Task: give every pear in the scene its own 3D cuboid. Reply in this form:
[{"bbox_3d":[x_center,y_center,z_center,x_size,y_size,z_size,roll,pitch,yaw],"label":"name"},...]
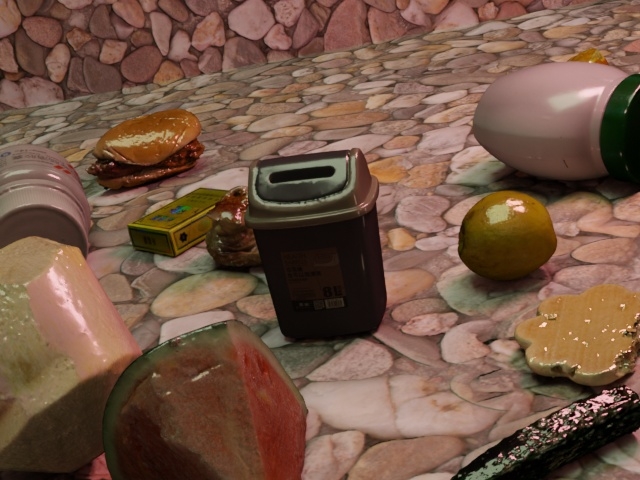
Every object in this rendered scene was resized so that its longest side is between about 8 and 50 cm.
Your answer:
[{"bbox_3d":[0.304,-0.008,1.695,0.162,0.148,0.149,-10,21,-13],"label":"pear"}]

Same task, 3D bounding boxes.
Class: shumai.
[{"bbox_3d":[-0.141,-0.031,1.975,0.161,0.153,0.209,-41,33,-28],"label":"shumai"}]

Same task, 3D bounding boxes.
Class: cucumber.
[{"bbox_3d":[0.254,0.251,1.216,0.293,0.067,0.067,-21,24,-20],"label":"cucumber"}]

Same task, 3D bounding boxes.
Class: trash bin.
[{"bbox_3d":[0.000,0.000,1.643,0.209,0.290,0.182,-6,23,11],"label":"trash bin"}]

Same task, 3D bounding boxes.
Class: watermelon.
[{"bbox_3d":[-0.100,0.227,1.299,0.293,0.283,0.250,28,54,20],"label":"watermelon"}]

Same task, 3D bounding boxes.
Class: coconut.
[{"bbox_3d":[-0.402,0.179,1.426,0.297,0.309,0.297,-33,-10,-7],"label":"coconut"}]

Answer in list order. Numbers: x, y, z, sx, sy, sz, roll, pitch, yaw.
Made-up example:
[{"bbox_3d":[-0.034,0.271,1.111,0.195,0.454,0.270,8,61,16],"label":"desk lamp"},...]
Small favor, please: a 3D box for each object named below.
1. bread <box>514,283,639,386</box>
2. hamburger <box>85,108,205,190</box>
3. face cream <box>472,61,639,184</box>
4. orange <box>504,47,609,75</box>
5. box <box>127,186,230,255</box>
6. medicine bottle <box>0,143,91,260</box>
[{"bbox_3d":[0.381,0.131,1.469,0.182,0.039,0.251,6,28,38],"label":"bread"},{"bbox_3d":[-0.422,-0.228,2.597,0.245,0.155,0.282,5,31,19],"label":"hamburger"},{"bbox_3d":[0.506,-0.240,2.053,0.312,0.219,0.357,-28,28,-35],"label":"face cream"},{"bbox_3d":[0.544,-0.336,2.343,0.237,0.158,0.179,-18,17,-6],"label":"orange"},{"bbox_3d":[-0.283,-0.044,2.189,0.141,0.064,0.220,9,28,40],"label":"box"},{"bbox_3d":[-0.594,-0.042,2.105,0.245,0.245,0.306,-17,30,-12],"label":"medicine bottle"}]
